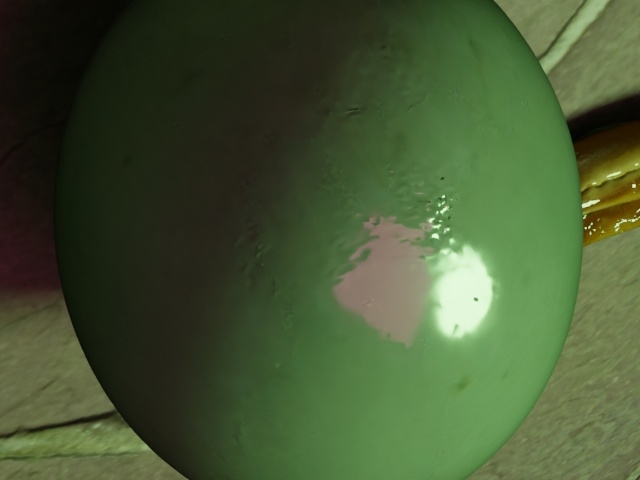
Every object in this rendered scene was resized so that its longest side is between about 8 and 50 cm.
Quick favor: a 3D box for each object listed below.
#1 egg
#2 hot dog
[{"bbox_3d":[0.000,0.000,0.943,0.276,0.276,0.389,-27,145,-13],"label":"egg"},{"bbox_3d":[0.243,-0.057,1.314,0.249,0.068,0.100,-18,157,-22],"label":"hot dog"}]
